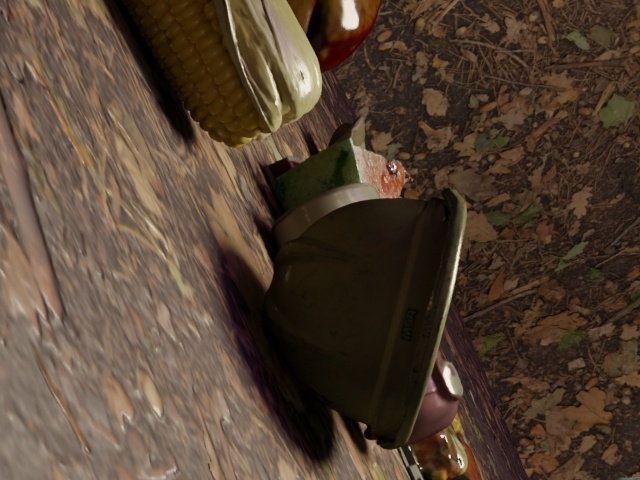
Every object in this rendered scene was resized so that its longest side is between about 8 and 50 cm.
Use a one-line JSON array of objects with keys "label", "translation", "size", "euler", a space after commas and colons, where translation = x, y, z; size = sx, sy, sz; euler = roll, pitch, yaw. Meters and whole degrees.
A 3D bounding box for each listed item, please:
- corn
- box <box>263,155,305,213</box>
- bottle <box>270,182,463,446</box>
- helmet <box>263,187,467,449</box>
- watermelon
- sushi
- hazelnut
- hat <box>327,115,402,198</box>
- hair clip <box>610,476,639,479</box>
[{"label": "corn", "translation": [-0.102, -0.220, 1.044], "size": [0.305, 0.122, 0.123], "euler": [63, 26, -10]}, {"label": "box", "translation": [0.000, 0.000, 1.410], "size": [0.177, 0.036, 0.115], "euler": [66, 10, 7]}, {"label": "bottle", "translation": [0.046, 0.071, 1.202], "size": [0.233, 0.110, 0.110], "euler": [66, 7, 12]}, {"label": "helmet", "translation": [0.027, 0.047, 1.030], "size": [0.257, 0.137, 0.204], "euler": [40, 65, -84]}, {"label": "watermelon", "translation": [0.021, -0.057, 1.333], "size": [0.121, 0.098, 0.158], "euler": [61, 31, -31]}, {"label": "sushi", "translation": [0.161, 0.275, 1.542], "size": [0.343, 0.064, 0.359], "euler": [34, 32, -77]}, {"label": "hazelnut", "translation": [-0.057, -0.285, 1.379], "size": [0.251, 0.217, 0.217], "euler": [27, 32, -40]}, {"label": "hat", "translation": [0.035, -0.084, 1.961], "size": [0.173, 0.144, 0.166], "euler": [-13, -71, 52]}, {"label": "hair clip", "translation": [0.313, 0.366, 1.289], "size": [0.194, 0.310, 0.206], "euler": [60, 36, -36]}]
